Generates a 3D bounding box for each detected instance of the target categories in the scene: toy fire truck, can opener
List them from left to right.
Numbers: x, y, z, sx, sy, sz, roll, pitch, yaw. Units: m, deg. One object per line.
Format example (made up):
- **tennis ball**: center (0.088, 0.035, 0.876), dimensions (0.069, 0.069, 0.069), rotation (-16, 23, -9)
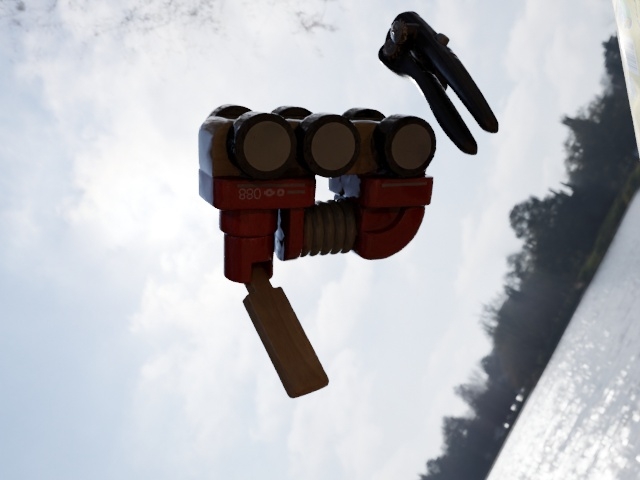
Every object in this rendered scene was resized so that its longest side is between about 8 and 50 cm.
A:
- **toy fire truck**: center (0.000, 0.000, 0.667), dimensions (0.217, 0.158, 0.246), rotation (-3, -74, -24)
- **can opener**: center (0.106, -0.145, 0.617), dimensions (0.073, 0.186, 0.059), rotation (9, -54, -29)

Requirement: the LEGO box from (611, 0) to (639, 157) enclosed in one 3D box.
- **LEGO box**: center (0.604, -0.280, 0.888), dimensions (0.193, 0.373, 0.500), rotation (-100, -14, -60)
